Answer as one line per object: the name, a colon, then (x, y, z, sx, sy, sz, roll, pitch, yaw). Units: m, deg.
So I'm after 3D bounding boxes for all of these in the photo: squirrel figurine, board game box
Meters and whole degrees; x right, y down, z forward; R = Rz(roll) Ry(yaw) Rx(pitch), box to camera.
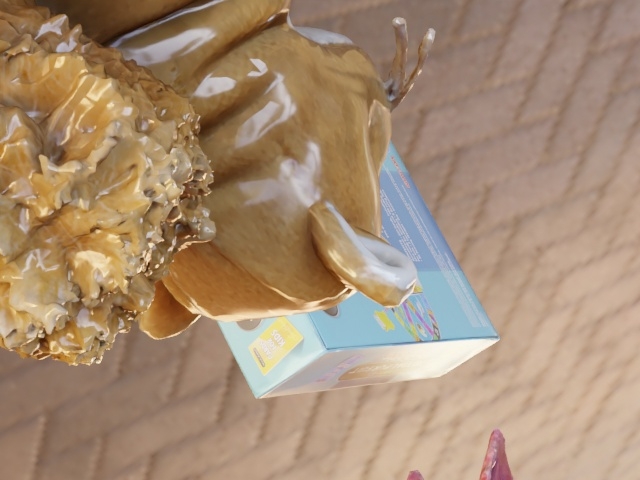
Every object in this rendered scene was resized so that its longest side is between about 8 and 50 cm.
squirrel figurine: (-0.113, -0.088, 0.862, 0.397, 0.281, 0.370, -53, 126, -47)
board game box: (0.000, 0.000, 1.533, 0.079, 0.254, 0.336, -35, 163, 24)

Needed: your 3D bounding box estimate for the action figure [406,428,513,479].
action figure: (0.025, 0.226, 0.528, 0.275, 0.370, 0.248, 0, 140, -5)
